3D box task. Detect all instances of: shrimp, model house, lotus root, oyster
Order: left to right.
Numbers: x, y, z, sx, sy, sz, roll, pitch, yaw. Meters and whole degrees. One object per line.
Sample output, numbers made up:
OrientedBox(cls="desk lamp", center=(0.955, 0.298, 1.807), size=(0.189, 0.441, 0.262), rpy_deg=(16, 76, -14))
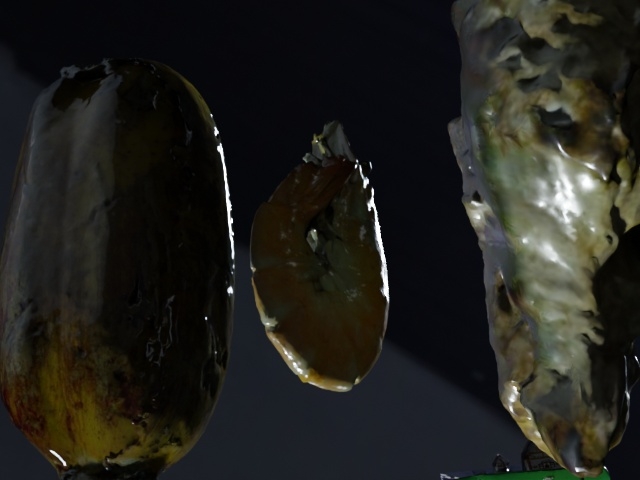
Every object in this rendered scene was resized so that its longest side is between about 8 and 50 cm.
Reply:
OrientedBox(cls="lotus root", center=(-0.169, 0.029, 1.599), size=(0.179, 0.196, 0.397), rpy_deg=(23, 60, -47))
OrientedBox(cls="shrimp", center=(0.001, -0.001, 1.244), size=(0.115, 0.051, 0.217), rpy_deg=(45, 36, -36))
OrientedBox(cls="model house", center=(0.199, 0.253, 1.933), size=(0.088, 0.167, 0.117), rpy_deg=(-99, 180, -65))
OrientedBox(cls="oyster", center=(0.135, -0.047, 1.035), size=(0.198, 0.133, 0.337), rpy_deg=(-139, -136, -75))
